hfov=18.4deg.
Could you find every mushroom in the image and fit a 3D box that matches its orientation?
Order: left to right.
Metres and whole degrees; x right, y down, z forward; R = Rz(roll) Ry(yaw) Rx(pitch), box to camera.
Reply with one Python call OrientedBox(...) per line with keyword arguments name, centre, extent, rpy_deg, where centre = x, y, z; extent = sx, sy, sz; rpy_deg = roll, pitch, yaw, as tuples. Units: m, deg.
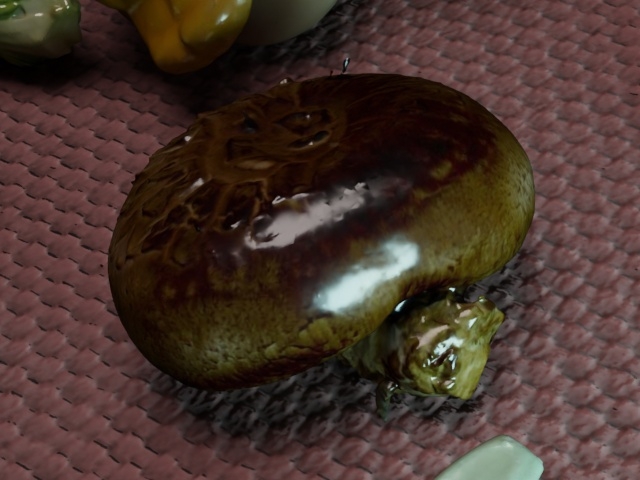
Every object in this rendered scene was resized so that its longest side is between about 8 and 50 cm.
OrientedBox(name="mushroom", centre=(0.002, -0.008, 1.302), extent=(0.297, 0.163, 0.278), rpy_deg=(-32, 46, -24))

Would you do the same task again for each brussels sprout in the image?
OrientedBox(name="brussels sprout", centre=(-0.266, -0.202, 1.588), extent=(0.100, 0.139, 0.181), rpy_deg=(-34, 50, -14))

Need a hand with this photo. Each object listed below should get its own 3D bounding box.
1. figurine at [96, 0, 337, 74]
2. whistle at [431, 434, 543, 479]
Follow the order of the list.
OrientedBox(name="figurine", centre=(-0.068, -0.329, 1.593), extent=(0.401, 0.268, 0.387), rpy_deg=(34, 43, 25))
OrientedBox(name="whistle", centre=(0.028, 0.199, 1.116), extent=(0.102, 0.106, 0.253), rpy_deg=(45, 69, 8))
